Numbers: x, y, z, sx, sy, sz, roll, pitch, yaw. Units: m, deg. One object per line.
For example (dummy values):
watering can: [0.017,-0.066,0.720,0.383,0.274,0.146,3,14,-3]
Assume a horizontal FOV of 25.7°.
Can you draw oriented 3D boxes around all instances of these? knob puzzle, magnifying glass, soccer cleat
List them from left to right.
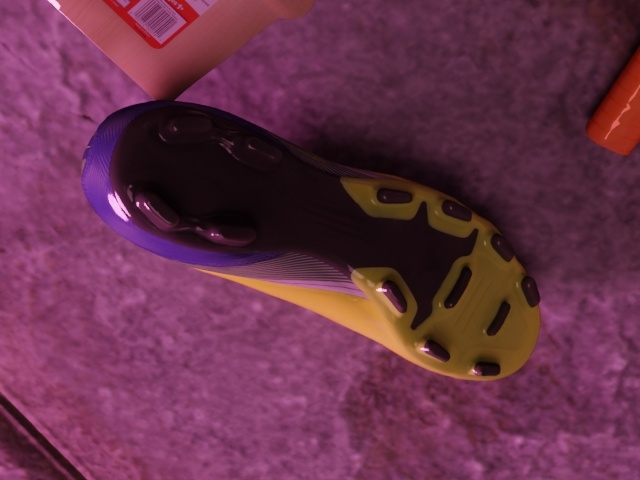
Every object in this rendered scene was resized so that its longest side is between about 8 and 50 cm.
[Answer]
knob puzzle: [-0.071,-0.184,0.694,0.213,0.030,0.213,3,125,5]
soccer cleat: [0.000,-0.001,0.791,0.289,0.121,0.093,24,83,-26]
magnifying glass: [0.204,-0.138,0.699,0.092,0.026,0.231,24,125,-10]
